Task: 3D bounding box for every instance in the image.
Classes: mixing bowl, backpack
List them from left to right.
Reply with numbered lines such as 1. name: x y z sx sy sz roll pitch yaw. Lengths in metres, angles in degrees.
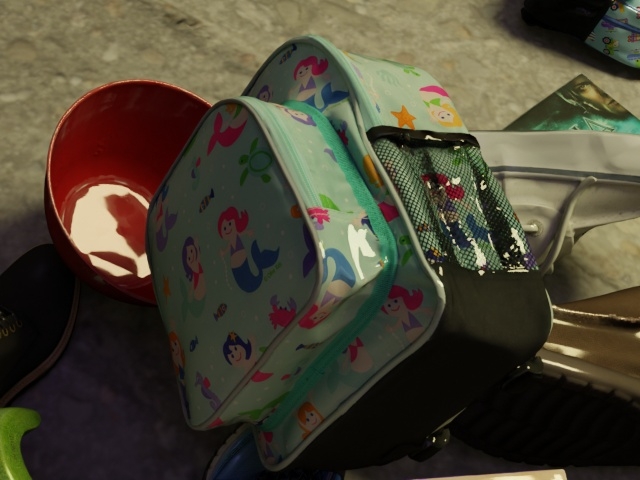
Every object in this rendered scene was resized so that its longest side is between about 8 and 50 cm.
1. mixing bowl: -0.139 -0.021 0.723 0.181 0.098 0.181 16 60 -31
2. backpack: 0.000 0.000 0.605 0.191 0.225 0.253 11 48 -31
3. backpack: 0.322 -0.269 0.985 0.173 0.117 0.158 30 57 6

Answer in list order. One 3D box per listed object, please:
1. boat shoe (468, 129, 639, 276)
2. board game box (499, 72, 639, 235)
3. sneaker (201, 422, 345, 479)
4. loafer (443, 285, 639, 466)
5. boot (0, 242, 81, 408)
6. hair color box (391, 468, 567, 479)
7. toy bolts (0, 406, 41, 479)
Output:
1. boat shoe: 0.145 -0.011 0.759 0.367 0.136 0.156 0 97 3
2. board game box: 0.236 -0.076 0.893 0.186 0.026 0.126 -35 70 -28
3. sneaker: -0.014 0.151 0.672 0.162 0.063 0.073 -28 69 -26
4. loafer: 0.231 0.100 0.724 0.366 0.134 0.130 14 51 -13
5. boot: -0.228 0.055 0.648 0.077 0.137 0.198 20 55 2
6. hair color box: 0.003 0.254 0.580 0.338 0.110 0.185 0 56 -13
7. toy bolts: -0.242 0.193 0.477 0.218 0.158 0.228 -37 51 6
